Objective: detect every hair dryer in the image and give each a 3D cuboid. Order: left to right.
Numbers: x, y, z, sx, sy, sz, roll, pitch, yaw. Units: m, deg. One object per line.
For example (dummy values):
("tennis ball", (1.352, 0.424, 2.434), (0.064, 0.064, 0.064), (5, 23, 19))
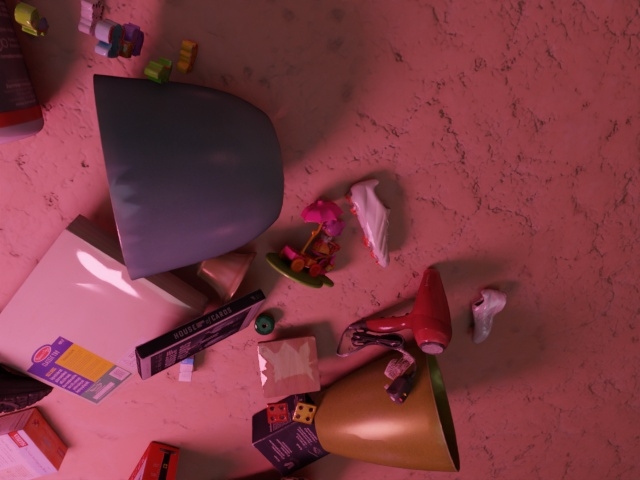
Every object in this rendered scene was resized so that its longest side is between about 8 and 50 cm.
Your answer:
("hair dryer", (0.176, 0.178, 0.890), (0.293, 0.223, 0.080), (-46, 136, -11))

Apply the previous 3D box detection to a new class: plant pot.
("plant pot", (-0.194, -0.103, 0.635), (0.234, 0.293, 0.293), (-9, 117, -22))
("plant pot", (0.145, 0.406, 0.963), (0.293, 0.275, 0.275), (-16, 118, 17))

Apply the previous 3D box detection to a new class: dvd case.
("dvd case", (-0.231, 0.182, 0.785), (0.238, 0.030, 0.179), (-24, 163, -31))

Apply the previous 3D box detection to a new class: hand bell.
("hand bell", (-0.260, 0.020, 0.792), (0.241, 0.126, 0.126), (30, 108, -8))

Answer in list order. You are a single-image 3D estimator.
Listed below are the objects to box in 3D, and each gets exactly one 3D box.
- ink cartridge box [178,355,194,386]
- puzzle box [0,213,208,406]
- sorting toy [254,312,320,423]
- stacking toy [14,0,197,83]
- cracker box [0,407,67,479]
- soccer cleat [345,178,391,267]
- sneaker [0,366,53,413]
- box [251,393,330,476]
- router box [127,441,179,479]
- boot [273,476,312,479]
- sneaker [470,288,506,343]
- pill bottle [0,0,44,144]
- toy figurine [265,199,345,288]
("ink cartridge box", (-0.303, 0.284, 0.922), (0.028, 0.048, 0.083), (8, 113, -13))
("puzzle box", (-0.449, 0.163, 0.790), (0.408, 0.052, 0.272), (-39, 116, 24))
("sorting toy", (-0.072, 0.294, 0.945), (0.132, 0.046, 0.275), (-7, 98, -5))
("stacking toy", (-0.275, -0.283, 0.566), (0.166, 0.221, 0.052), (18, 114, -13))
("cracker box", (-0.741, 0.489, 0.934), (0.232, 0.067, 0.156), (-14, 117, -2))
("soccer cleat", (0.117, -0.032, 0.837), (0.076, 0.068, 0.196), (-25, 114, -1))
("sneaker", (-0.700, 0.280, 0.819), (0.286, 0.130, 0.109), (16, 137, -40))
("box", (-0.069, 0.490, 1.036), (0.158, 0.093, 0.156), (-29, 116, 3))
("router box", (-0.459, 0.723, 0.964), (0.082, 0.301, 0.336), (26, 108, -21))
("boot", (-0.164, 0.680, 1.016), (0.376, 0.138, 0.284), (-1, 149, -13))
("sneaker", (0.396, 0.183, 0.999), (0.061, 0.054, 0.152), (16, 109, 0))
("pill bottle", (-0.525, -0.307, 0.514), (0.210, 0.210, 0.363), (-7, 116, -7))
("toy figurine", (0.000, 0.000, 0.817), (0.173, 0.130, 0.159), (22, 101, -42))
